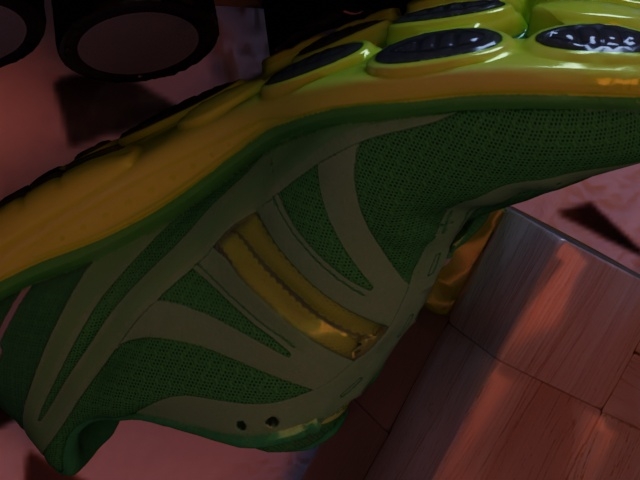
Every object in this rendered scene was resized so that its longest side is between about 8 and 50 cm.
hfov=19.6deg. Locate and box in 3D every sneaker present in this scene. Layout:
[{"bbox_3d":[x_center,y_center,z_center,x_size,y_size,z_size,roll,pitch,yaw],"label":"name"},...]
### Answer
[{"bbox_3d":[0.000,0.000,0.626,0.123,0.296,0.109,62,31,-11],"label":"sneaker"}]

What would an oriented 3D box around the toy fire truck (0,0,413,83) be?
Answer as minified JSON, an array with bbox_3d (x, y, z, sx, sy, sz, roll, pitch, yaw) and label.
[{"bbox_3d":[-0.032,-0.177,0.591,0.217,0.246,0.158,1,65,-23],"label":"toy fire truck"}]

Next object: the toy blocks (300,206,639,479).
[{"bbox_3d":[0.127,0.160,0.742,0.381,0.191,0.261,26,95,-22],"label":"toy blocks"}]
